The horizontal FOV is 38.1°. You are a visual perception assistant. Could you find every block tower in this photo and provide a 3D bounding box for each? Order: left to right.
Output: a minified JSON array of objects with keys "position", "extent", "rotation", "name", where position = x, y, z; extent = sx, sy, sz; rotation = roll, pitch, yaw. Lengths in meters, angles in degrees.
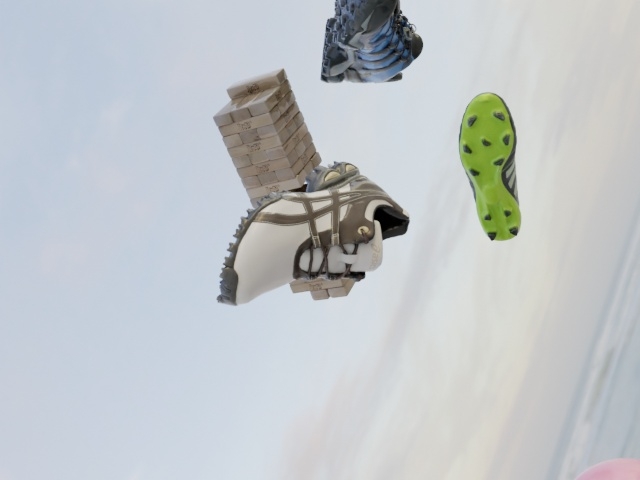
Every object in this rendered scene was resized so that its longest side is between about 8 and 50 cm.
[{"position":[-0.043,-0.073,1.351],"extent":[0.335,0.091,0.097],"rotation":[67,-150,-22],"name":"block tower"}]

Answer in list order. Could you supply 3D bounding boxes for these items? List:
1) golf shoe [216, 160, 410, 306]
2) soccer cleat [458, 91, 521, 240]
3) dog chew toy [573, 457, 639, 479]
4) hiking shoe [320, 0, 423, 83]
[{"position":[0.000,0.000,0.742],"extent":[0.198,0.094,0.077],"rotation":[-40,-30,-42],"name":"golf shoe"},{"position":[0.182,-0.082,0.990],"extent":[0.072,0.060,0.178],"rotation":[-81,-20,-56],"name":"soccer cleat"},{"position":[0.300,0.312,0.885],"extent":[0.206,0.207,0.331],"rotation":[-63,-30,-25],"name":"dog chew toy"},{"position":[0.081,-0.294,1.263],"extent":[0.304,0.132,0.113],"rotation":[141,134,-81],"name":"hiking shoe"}]
